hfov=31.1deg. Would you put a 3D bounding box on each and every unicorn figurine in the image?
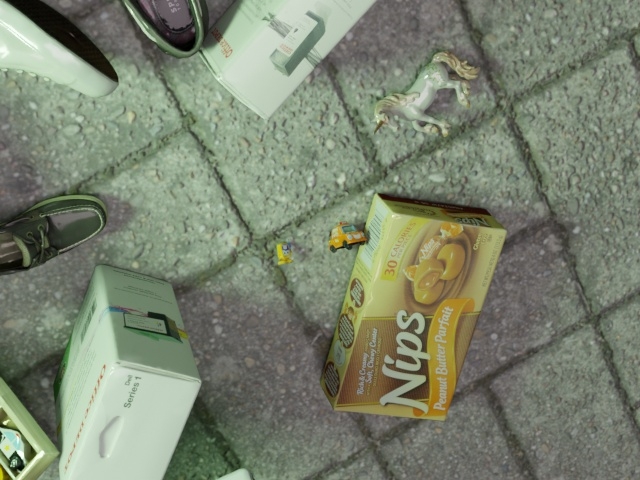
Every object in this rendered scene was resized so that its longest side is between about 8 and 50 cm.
[{"bbox_3d":[0.139,-0.188,1.569,0.111,0.060,0.162,31,85,-25],"label":"unicorn figurine"}]

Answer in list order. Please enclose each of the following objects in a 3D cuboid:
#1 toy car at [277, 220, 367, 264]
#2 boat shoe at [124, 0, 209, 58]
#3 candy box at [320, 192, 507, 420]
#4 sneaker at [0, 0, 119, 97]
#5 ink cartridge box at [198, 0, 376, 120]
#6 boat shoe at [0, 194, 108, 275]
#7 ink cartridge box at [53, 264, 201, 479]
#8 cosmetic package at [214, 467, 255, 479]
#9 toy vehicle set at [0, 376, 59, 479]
[{"bbox_3d":[0.000,0.000,1.609,0.122,0.060,0.041,-11,84,-19],"label":"toy car"},{"bbox_3d":[-0.220,-0.368,1.358,0.112,0.095,0.335,-28,118,-3],"label":"boat shoe"},{"bbox_3d":[0.131,0.101,1.670,0.182,0.087,0.317,9,111,-19],"label":"candy box"},{"bbox_3d":[-0.384,-0.237,1.375,0.290,0.106,0.123,32,108,-16],"label":"sneaker"},{"bbox_3d":[-0.041,-0.273,1.416,0.218,0.158,0.092,-46,118,7],"label":"ink cartridge box"},{"bbox_3d":[-0.382,0.005,1.488,0.223,0.073,0.080,-16,119,-7],"label":"boat shoe"},{"bbox_3d":[-0.257,0.186,1.489,0.117,0.278,0.201,16,108,-21],"label":"ink cartridge box"},{"bbox_3d":[-0.147,0.462,1.567,0.230,0.162,0.453,-23,159,-5],"label":"cosmetic package"},{"bbox_3d":[-0.472,0.236,1.482,0.166,0.267,0.035,-48,158,8],"label":"toy vehicle set"}]
